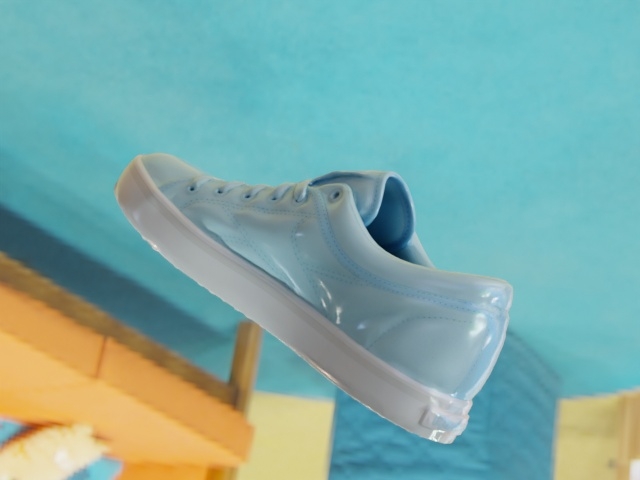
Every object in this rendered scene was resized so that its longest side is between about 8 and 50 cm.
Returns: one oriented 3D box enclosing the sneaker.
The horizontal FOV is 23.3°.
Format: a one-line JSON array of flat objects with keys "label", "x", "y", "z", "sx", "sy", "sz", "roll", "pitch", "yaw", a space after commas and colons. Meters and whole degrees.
[{"label": "sneaker", "x": 0.000, "y": 0.000, "z": 1.184, "sx": 0.366, "sy": 0.150, "sz": 0.135, "roll": 34, "pitch": -174, "yaw": 29}]
